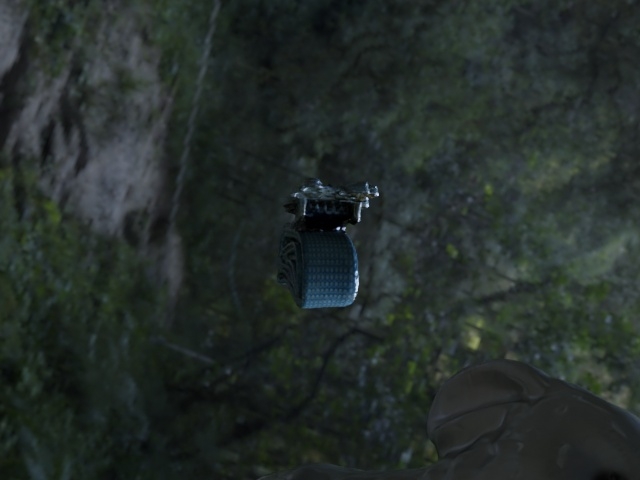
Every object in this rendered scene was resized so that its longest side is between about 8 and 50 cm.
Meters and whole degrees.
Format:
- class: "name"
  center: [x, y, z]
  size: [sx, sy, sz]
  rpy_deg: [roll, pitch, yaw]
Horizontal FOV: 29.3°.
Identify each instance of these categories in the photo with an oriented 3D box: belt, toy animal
- class: "belt"
  center: [-0.005, 0.000, 0.986]
  size: [0.179, 0.065, 0.100]
  rpy_deg: [-164, -104, -79]
- class: "toy animal"
  center: [0.076, 0.206, 0.823]
  size: [0.357, 0.194, 0.258]
  rpy_deg: [-30, -161, 17]
